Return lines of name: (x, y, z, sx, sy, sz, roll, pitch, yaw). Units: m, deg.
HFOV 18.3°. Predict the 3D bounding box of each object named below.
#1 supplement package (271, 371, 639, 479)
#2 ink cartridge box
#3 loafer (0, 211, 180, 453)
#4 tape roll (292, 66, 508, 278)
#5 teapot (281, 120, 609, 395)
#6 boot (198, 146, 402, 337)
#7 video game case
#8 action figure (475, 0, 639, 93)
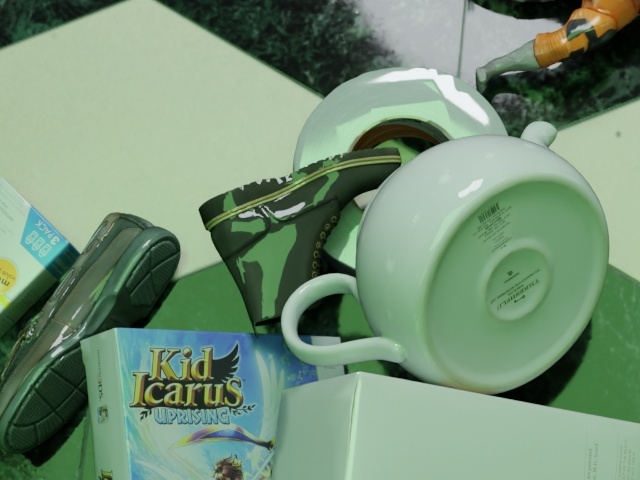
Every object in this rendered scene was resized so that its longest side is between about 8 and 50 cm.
supplement package: (0.119, 0.230, 1.775, 0.293, 0.177, 0.175, 12, 77, -22)
ink cartridge box: (-0.341, 0.039, 1.978, 0.104, 0.061, 0.181, 43, 84, 13)
loafer: (-0.245, 0.088, 1.955, 0.084, 0.096, 0.267, 29, 73, 31)
tape roll: (0.083, -0.059, 1.958, 0.219, 0.072, 0.219, -1, 77, 4)
teapot: (0.120, 0.010, 1.808, 0.187, 0.256, 0.252, 32, 108, 50)
boot: (0.000, 0.000, 1.876, 0.198, 0.077, 0.137, -20, 81, -6)
video game case: (-0.083, 0.207, 1.831, 0.269, 0.061, 0.244, 4, 71, -40)
action figure: (0.300, -0.313, 1.954, 0.330, 0.178, 0.341, -7, 91, -3)
